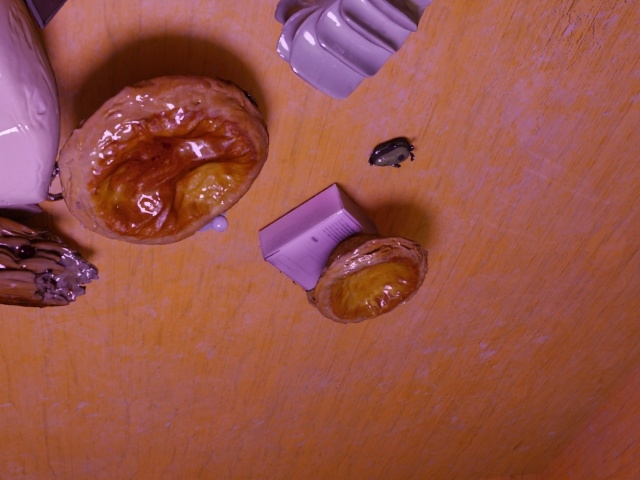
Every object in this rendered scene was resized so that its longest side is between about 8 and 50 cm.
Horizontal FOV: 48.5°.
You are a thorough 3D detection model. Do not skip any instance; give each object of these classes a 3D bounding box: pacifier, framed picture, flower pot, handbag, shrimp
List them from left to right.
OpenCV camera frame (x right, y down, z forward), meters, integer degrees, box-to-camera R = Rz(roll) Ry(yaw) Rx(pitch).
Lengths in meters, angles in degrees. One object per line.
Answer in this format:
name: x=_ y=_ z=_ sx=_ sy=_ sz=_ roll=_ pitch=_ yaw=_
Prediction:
framed picture: x=-0.475 y=-0.452 z=1.198 sx=0.011 sy=0.109 sz=0.149 roll=8 pitch=142 yaw=17
shrimp: x=-0.591 y=-0.128 z=1.579 sx=0.091 sy=0.025 sz=0.127 roll=27 pitch=128 yaw=-37
pacifier: x=-0.251 y=-0.066 z=1.679 sx=0.126 sy=0.116 sz=0.150 roll=-21 pitch=142 yaw=-33
flower pot: x=0.045 y=-0.431 z=1.178 sx=0.164 sy=0.368 sz=0.254 roll=22 pitch=134 yaw=-34
handbag: x=0.165 y=-0.202 z=1.690 sx=0.111 sy=0.047 sz=0.072 roll=-17 pitch=138 yaw=0

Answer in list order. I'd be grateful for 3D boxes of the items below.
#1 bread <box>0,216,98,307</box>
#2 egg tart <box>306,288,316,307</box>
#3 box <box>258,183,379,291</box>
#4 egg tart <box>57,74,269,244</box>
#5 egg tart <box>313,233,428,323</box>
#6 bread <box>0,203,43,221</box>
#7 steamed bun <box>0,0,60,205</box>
bread: x=-0.683 y=0.053 z=1.596 sx=0.369 sy=0.192 sz=0.314 roll=6 pitch=165 yaw=-43
egg tart: x=0.074 y=0.130 z=1.993 sx=0.240 sy=0.106 sz=0.241 roll=-11 pitch=139 yaw=-10
box: x=0.000 y=0.000 z=1.822 sx=0.251 sy=0.106 sz=0.203 roll=-31 pitch=137 yaw=19
egg tart: x=-0.320 y=-0.180 z=1.448 sx=0.442 sy=0.178 sz=0.443 roll=-21 pitch=147 yaw=-14
egg tart: x=0.118 y=0.078 z=1.779 sx=0.318 sy=0.128 sz=0.319 roll=-13 pitch=143 yaw=-10
bread: x=-0.694 y=-0.108 z=1.575 sx=0.077 sy=0.105 sz=0.152 roll=-18 pitch=170 yaw=4
steamed bun: x=-0.646 y=-0.271 z=1.216 sx=0.370 sy=0.290 sz=0.456 roll=-6 pitch=139 yaw=-15
